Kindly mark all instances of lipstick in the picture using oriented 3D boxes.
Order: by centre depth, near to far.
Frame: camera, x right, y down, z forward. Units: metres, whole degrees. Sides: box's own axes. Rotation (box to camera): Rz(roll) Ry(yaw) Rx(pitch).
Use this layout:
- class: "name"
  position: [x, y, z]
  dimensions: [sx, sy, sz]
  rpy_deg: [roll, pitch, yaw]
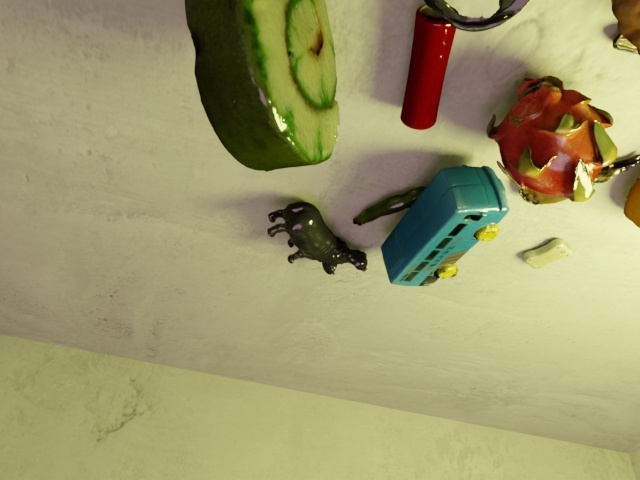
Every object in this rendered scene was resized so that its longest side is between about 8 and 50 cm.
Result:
- class: "lipstick"
  position: [0.207, -0.329, 0.930]
  dimensions: [0.080, 0.080, 0.241]
  rpy_deg: [4, 141, 3]

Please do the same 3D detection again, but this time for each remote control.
- class: "remote control"
  position: [0.647, 0.038, 1.367]
  dimensions: [0.074, 0.032, 0.122]
  rpy_deg: [32, 135, -28]

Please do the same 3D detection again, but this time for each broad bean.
- class: "broad bean"
  position: [0.201, -0.095, 1.255]
  dimensions: [0.298, 0.043, 0.060]
  rpy_deg: [-19, 155, 30]

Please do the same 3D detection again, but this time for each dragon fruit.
- class: "dragon fruit"
  position: [0.457, -0.199, 0.950]
  dimensions: [0.227, 0.224, 0.224]
  rpy_deg: [35, 134, -26]

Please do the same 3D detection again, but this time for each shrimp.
- class: "shrimp"
  position: [0.596, -0.150, 1.111]
  dimensions: [0.262, 0.066, 0.117]
  rpy_deg: [-24, 132, 31]

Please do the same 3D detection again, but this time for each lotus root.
- class: "lotus root"
  position: [0.573, -0.361, 0.874]
  dimensions: [0.083, 0.030, 0.037]
  rpy_deg: [8, 113, -6]

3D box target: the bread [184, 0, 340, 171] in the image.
- class: "bread"
  position: [-0.066, -0.296, 0.781]
  dimensions: [0.129, 0.366, 0.381]
  rpy_deg: [-3, 139, 21]

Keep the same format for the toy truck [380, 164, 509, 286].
- class: "toy truck"
  position: [0.300, -0.023, 1.204]
  dimensions: [0.163, 0.161, 0.385]
  rpy_deg: [2, 148, -21]

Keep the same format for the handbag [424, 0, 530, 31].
- class: "handbag"
  position: [0.228, -0.439, 0.658]
  dimensions: [0.302, 0.149, 0.283]
  rpy_deg: [6, 108, -3]

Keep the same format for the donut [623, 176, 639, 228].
- class: "donut"
  position: [0.844, -0.105, 1.103]
  dimensions: [0.254, 0.118, 0.253]
  rpy_deg: [-6, 136, -6]

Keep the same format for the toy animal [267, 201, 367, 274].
- class: "toy animal"
  position: [-0.011, 0.009, 1.374]
  dimensions: [0.168, 0.106, 0.343]
  rpy_deg: [-26, 138, 25]

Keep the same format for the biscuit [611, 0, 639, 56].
- class: "biscuit"
  position: [0.584, -0.383, 0.675]
  dimensions: [0.107, 0.326, 0.325]
  rpy_deg: [-35, 142, -15]
